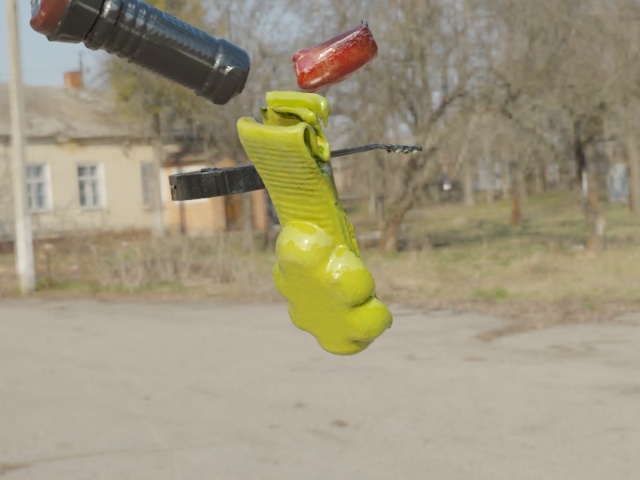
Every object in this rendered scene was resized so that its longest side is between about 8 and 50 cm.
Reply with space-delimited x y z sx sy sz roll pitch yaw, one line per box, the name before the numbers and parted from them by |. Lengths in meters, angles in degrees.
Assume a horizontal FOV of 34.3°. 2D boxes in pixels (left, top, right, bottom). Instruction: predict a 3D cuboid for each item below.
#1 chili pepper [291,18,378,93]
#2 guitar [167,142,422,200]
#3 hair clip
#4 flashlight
chili pepper | 0.018 -0.248 1.420 0.123 0.070 0.073 -28 38 2
guitar | -0.017 -0.062 0.898 0.233 0.025 0.088 -10 6 -22
hair clip | 0.000 0.000 0.605 0.072 0.173 0.046 11 39 32
flashlight | -0.184 -0.216 1.087 0.232 0.093 0.093 21 -10 -29
